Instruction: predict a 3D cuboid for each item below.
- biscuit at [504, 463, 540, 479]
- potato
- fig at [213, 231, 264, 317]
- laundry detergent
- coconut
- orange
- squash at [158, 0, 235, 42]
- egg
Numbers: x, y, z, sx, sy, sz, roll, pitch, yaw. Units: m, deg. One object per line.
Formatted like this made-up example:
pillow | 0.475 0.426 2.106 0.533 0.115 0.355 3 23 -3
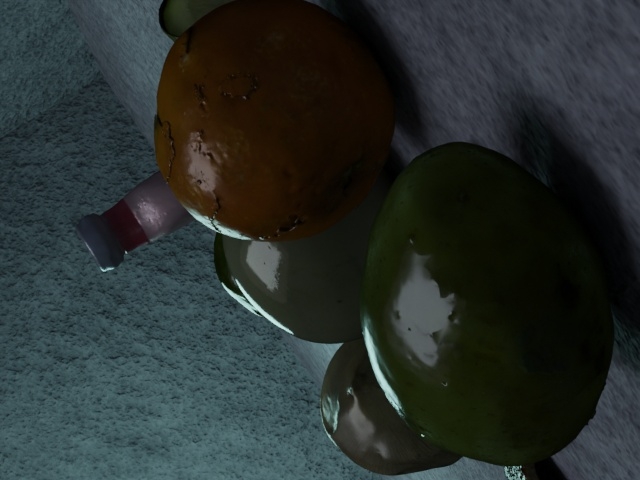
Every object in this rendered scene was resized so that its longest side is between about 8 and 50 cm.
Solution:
biscuit | 0.260 0.319 1.944 0.237 0.026 0.131 78 179 -66
potato | 0.132 0.059 1.234 0.216 0.216 0.304 52 173 34
fig | -0.023 0.019 2.146 0.206 0.206 0.275 55 -167 16
laundry detergent | -0.171 -0.074 2.051 0.088 0.335 0.159 58 172 -2
coconut | 0.104 0.214 2.024 0.224 0.224 0.224 56 172 12
orange | -0.051 -0.120 1.503 0.246 0.246 0.246 56 172 12
squash | -0.060 -0.199 1.810 0.287 0.137 0.137 49 179 -41
egg | 0.000 0.000 1.740 0.219 0.219 0.269 49 161 48
